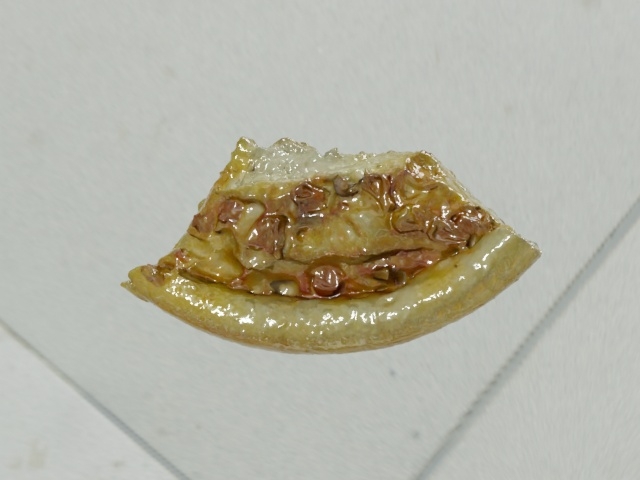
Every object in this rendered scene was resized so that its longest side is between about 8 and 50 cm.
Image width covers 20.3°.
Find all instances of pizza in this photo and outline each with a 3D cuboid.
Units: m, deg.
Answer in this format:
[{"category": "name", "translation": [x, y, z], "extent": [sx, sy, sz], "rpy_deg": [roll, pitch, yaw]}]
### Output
[{"category": "pizza", "translation": [0.004, 0.006, 1.120], "extent": [0.271, 0.056, 0.134], "rpy_deg": [6, 99, 16]}]
